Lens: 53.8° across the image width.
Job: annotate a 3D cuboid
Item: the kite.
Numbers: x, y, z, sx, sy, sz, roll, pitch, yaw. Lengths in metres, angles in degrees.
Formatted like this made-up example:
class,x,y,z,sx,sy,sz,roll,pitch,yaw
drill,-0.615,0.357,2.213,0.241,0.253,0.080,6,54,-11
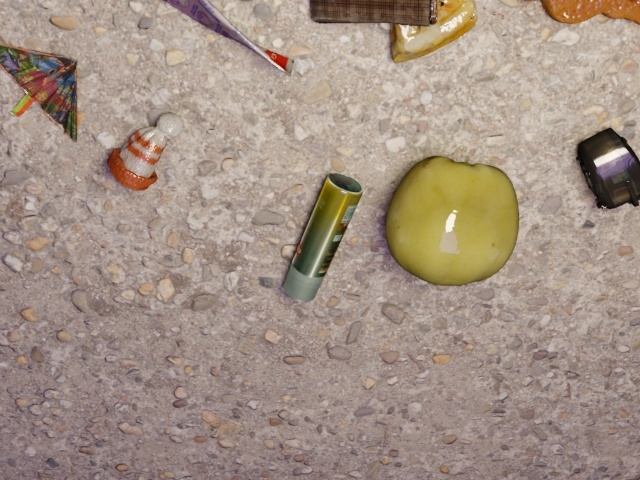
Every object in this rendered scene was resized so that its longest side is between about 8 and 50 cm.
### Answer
class,x,y,z,sx,sy,sz,roll,pitch,yaw
kite,-0.525,-0.294,1.176,0.183,0.014,0.241,-35,116,22

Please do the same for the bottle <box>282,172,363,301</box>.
class,x,y,z,sx,sy,sz,roll,pitch,yaw
bottle,0.000,0.000,1.317,0.082,0.082,0.286,17,120,-10

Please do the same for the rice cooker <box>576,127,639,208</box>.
class,x,y,z,sx,sy,sz,roll,pitch,yaw
rice cooker,0.564,-0.136,1.219,0.106,0.112,0.165,-21,117,18

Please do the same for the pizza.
class,x,y,z,sx,sy,sz,roll,pitch,yaw
pizza,0.157,-0.456,1.046,0.189,0.071,0.297,-14,115,12

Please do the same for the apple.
class,x,y,z,sx,sy,sz,roll,pitch,yaw
apple,0.250,-0.038,1.207,0.262,0.262,0.262,0,121,0

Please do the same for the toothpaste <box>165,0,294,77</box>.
class,x,y,z,sx,sy,sz,roll,pitch,yaw
toothpaste,-0.174,-0.380,1.094,0.301,0.075,0.048,32,93,-15

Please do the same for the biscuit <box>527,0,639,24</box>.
class,x,y,z,sx,sy,sz,roll,pitch,yaw
biscuit,0.466,-0.467,1.055,0.333,0.047,0.202,0,121,-3

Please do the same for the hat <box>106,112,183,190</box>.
class,x,y,z,sx,sy,sz,roll,pitch,yaw
hat,-0.329,-0.180,1.208,0.093,0.112,0.162,22,111,-45

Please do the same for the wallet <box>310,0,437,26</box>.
class,x,y,z,sx,sy,sz,roll,pitch,yaw
wallet,0.080,-0.414,1.026,0.230,0.042,0.124,15,129,33
